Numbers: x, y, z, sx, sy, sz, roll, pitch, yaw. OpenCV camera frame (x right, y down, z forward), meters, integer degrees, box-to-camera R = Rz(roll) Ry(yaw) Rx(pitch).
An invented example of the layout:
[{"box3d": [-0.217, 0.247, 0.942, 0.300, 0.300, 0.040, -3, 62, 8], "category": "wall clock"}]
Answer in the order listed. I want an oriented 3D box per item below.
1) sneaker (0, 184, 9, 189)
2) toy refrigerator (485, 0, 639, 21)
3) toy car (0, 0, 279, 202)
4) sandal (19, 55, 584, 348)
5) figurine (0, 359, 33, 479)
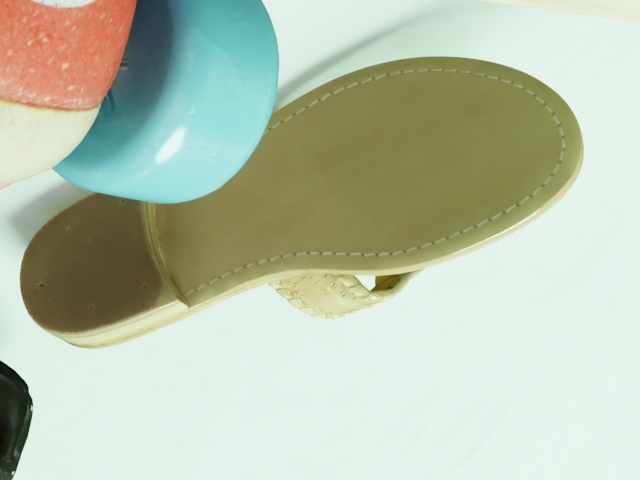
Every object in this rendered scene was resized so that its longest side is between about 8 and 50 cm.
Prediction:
[{"box3d": [-0.093, -0.081, 0.667, 0.314, 0.136, 0.116, -36, 122, 19], "category": "sneaker"}, {"box3d": [0.088, -0.128, 0.617, 0.269, 0.102, 0.094, 3, 110, -27], "category": "toy refrigerator"}, {"box3d": [-0.108, -0.153, 0.471, 0.219, 0.210, 0.238, 9, 108, -51], "category": "toy car"}, {"box3d": [-0.001, -0.006, 0.784, 0.240, 0.088, 0.079, -17, 157, 16], "category": "sandal"}, {"box3d": [-0.267, 0.069, 0.792, 0.215, 0.092, 0.209, -35, 116, 26], "category": "figurine"}]
